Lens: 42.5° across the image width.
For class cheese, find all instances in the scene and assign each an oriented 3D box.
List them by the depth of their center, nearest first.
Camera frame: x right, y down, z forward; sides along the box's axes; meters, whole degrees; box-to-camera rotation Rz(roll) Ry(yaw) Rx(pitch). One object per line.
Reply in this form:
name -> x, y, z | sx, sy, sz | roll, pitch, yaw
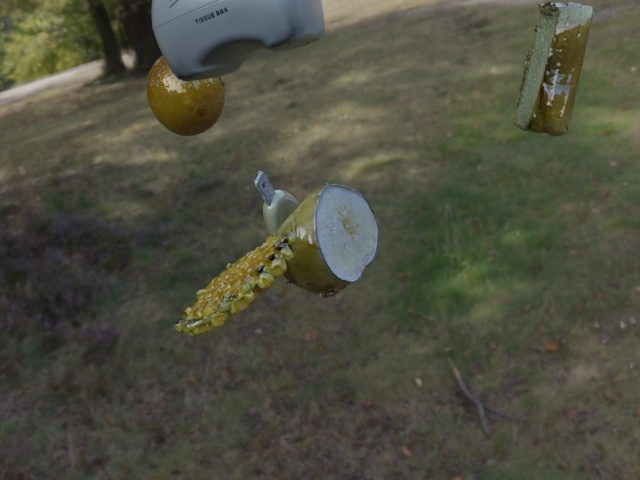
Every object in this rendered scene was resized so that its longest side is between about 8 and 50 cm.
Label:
cheese -> -0.120, -0.102, 2.121 | 0.049, 0.235, 0.127 | 15, 64, 26

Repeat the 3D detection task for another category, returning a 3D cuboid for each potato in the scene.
potato -> 0.000, 0.000, 2.069 | 0.196, 0.246, 0.300 | -19, 22, 36

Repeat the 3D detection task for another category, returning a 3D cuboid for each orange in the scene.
orange -> -0.369, -0.405, 2.258 | 0.236, 0.236, 0.236 | -14, 19, 5

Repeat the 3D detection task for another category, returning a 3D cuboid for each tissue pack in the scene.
tissue pack -> -0.174, -0.480, 1.686 | 0.333, 0.236, 0.229 | -14, 8, 23

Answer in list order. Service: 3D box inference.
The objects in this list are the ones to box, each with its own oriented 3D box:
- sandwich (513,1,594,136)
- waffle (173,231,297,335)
sandwich -> 0.452, -0.333, 1.597 | 0.087, 0.251, 0.226 | 10, 12, 3
waffle -> -0.180, 0.098, 1.757 | 0.329, 0.062, 0.329 | -38, 13, 10
